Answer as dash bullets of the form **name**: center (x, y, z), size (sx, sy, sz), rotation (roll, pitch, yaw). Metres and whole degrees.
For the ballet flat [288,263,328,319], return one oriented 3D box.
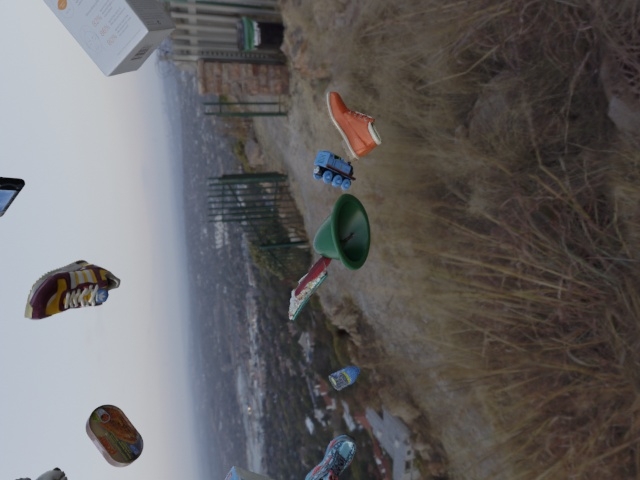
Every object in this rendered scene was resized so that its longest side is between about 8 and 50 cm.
- **ballet flat**: center (-0.062, 0.194, 1.574), size (0.241, 0.077, 0.091), rotation (-53, -11, 5)

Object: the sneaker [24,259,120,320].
- **sneaker**: center (-0.411, 0.086, 0.692), size (0.185, 0.083, 0.070), rotation (-92, 23, -73)

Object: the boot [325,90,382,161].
- **boot**: center (0.071, -0.259, 0.877), size (0.084, 0.059, 0.158), rotation (-25, 99, 30)

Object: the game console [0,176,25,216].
- **game console**: center (-0.675, -0.057, 0.816), size (0.144, 0.124, 0.085), rotation (-34, 76, 27)

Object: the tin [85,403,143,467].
- **tin**: center (-0.597, 0.565, 1.179), size (0.190, 0.106, 0.040), rotation (47, 109, 10)

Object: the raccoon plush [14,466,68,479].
- **raccoon plush**: center (-0.492, 0.574, 0.609), size (0.446, 0.299, 0.216), rotation (-89, 16, -68)

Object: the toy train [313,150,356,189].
- **toy train**: center (0.054, -0.250, 1.464), size (0.080, 0.184, 0.105), rotation (26, 98, 46)

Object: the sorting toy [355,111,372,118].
- **sorting toy**: center (0.097, -0.291, 1.070), size (0.062, 0.012, 0.083), rotation (33, 110, 35)

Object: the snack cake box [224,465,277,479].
- **snack cake box**: center (-0.194, 0.658, 0.897), size (0.264, 0.152, 0.089), rotation (-58, 27, -5)

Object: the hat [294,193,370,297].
- **hat**: center (0.000, 0.000, 0.985), size (0.173, 0.183, 0.208), rotation (53, -137, -35)

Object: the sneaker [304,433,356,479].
- **sneaker**: center (0.049, 0.824, 1.454), size (0.262, 0.104, 0.125), rotation (-54, 6, -2)

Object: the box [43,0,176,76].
- **box**: center (-0.366, -0.399, 0.702), size (0.170, 0.130, 0.091), rotation (54, -151, -17)

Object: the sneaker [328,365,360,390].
- **sneaker**: center (0.098, 0.542, 1.621), size (0.069, 0.082, 0.209), rotation (58, 151, 12)
